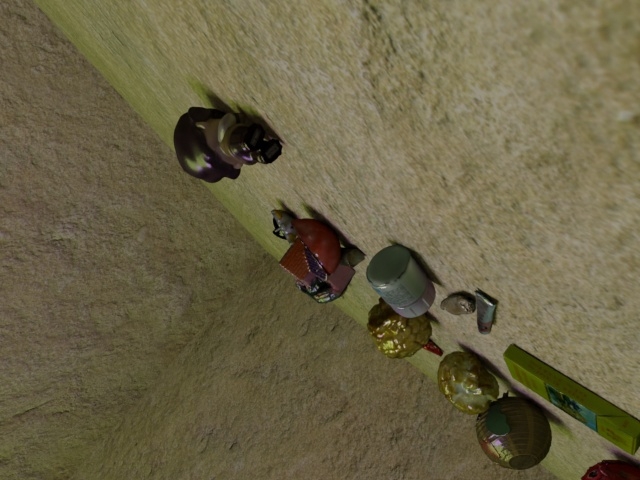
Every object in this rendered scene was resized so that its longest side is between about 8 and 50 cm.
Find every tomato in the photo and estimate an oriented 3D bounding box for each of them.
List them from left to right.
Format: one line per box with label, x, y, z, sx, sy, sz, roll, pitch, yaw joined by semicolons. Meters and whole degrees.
tomato;0.000;0.000;1.733;0.228;0.112;0.199;54;-179;-24

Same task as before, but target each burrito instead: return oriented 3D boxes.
burrito;0.354;0.167;1.304;0.058;0.045;0.188;33;169;3

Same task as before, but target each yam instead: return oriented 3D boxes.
yam;0.097;0.058;1.763;0.068;0.068;0.169;43;171;-14

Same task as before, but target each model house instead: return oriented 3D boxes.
model house;-0.030;0.109;2.078;0.237;0.202;0.237;30;167;48

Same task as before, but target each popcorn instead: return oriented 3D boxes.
popcorn;0.273;0.298;1.796;0.237;0.206;0.251;52;168;39
popcorn;0.510;0.494;1.775;0.221;0.184;0.204;47;-152;-7

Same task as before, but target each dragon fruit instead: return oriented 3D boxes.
dragon fruit;0.871;0.757;1.447;0.252;0.241;0.241;48;177;36

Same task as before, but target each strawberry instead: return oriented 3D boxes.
strawberry;0.464;0.455;2.205;0.152;0.048;0.104;41;175;19

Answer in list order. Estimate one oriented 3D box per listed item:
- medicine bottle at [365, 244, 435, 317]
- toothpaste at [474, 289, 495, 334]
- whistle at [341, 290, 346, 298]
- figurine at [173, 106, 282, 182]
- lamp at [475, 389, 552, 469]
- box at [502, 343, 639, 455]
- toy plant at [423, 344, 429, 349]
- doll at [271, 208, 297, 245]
medicine bottle;0.214;0.111;1.333;0.168;0.135;0.135;46;170;-34
toothpaste;0.397;0.178;1.222;0.056;0.036;0.205;37;166;32
whistle;0.048;0.199;2.499;0.223;0.123;0.123;56;170;-2
figurine;-0.256;-0.284;1.392;0.365;0.206;0.218;-7;161;44
lamp;0.666;0.645;1.771;0.250;0.250;0.284;46;-152;-28
box;0.629;0.397;1.277;0.335;0.047;0.187;31;167;41
toy plant;0.353;0.370;2.122;0.240;0.088;0.154;36;169;23
doll;-0.146;-0.055;2.076;0.316;0.104;0.145;-163;68;-84
